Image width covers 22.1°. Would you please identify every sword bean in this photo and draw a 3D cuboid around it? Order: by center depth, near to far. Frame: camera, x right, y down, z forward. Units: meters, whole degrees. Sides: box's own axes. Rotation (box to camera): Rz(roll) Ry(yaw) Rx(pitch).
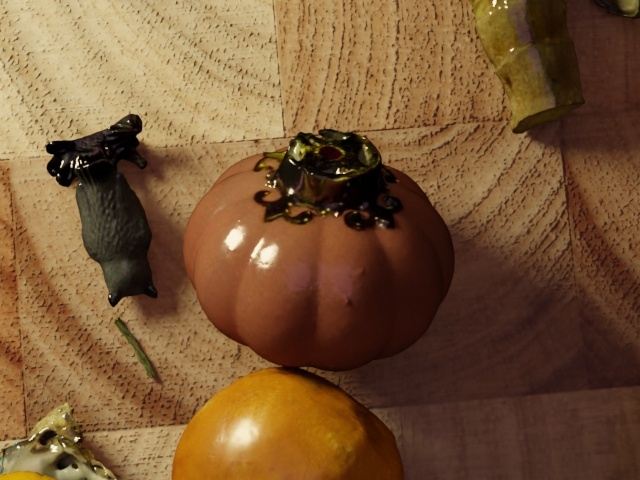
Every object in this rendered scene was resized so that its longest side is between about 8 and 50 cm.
[{"bbox_3d":[-0.219,0.126,1.939,0.012,0.012,0.083,-33,84,-5],"label":"sword bean"}]

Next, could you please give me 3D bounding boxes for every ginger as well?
[{"bbox_3d":[0.243,-0.263,1.956,0.109,0.116,0.263,-11,88,38],"label":"ginger"}]

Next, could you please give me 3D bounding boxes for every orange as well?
[{"bbox_3d":[-0.035,0.266,1.805,0.261,0.261,0.261,0,83,-2],"label":"orange"}]

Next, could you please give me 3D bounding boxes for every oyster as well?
[{"bbox_3d":[-0.304,0.328,1.879,0.223,0.083,0.214,-44,77,11],"label":"oyster"}]

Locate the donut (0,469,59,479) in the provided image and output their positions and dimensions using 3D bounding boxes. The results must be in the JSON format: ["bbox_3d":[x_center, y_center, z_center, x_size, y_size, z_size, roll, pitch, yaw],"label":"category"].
[{"bbox_3d":[-0.320,0.405,1.798,0.303,0.110,0.303,3,98,18],"label":"donut"}]

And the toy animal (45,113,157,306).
[{"bbox_3d":[-0.235,-0.032,1.906,0.121,0.117,0.210,-19,82,-11],"label":"toy animal"}]

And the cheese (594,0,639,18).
[{"bbox_3d":[0.391,-0.386,1.980,0.202,0.091,0.175,-39,88,-5],"label":"cheese"}]

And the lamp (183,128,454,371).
[{"bbox_3d":[0.000,0.000,1.817,0.305,0.305,0.239,6,122,-1],"label":"lamp"}]
